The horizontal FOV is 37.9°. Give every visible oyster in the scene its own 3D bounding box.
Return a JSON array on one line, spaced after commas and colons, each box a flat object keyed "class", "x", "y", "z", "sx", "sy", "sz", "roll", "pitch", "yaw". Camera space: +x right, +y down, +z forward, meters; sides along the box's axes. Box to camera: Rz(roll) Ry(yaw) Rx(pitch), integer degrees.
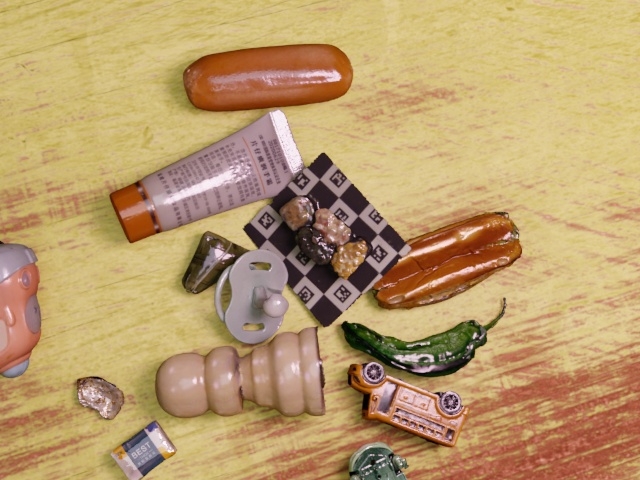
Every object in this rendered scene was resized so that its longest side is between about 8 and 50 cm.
[{"class": "oyster", "x": -0.345, "y": 0.240, "z": 1.452, "sx": 0.083, "sy": 0.019, "sz": 0.054, "roll": 34, "pitch": 81, "yaw": -2}]

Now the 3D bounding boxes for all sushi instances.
[{"class": "sushi", "x": 0.000, "y": 0.000, "z": 1.462, "sx": 0.192, "sy": 0.050, "sz": 0.215, "roll": -43, "pitch": 81, "yaw": 12}]

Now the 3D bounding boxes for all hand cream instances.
[{"class": "hand cream", "x": -0.177, "y": -0.099, "z": 1.483, "sx": 0.314, "sy": 0.089, "sz": 0.140, "roll": -20, "pitch": 98, "yaw": -12}]

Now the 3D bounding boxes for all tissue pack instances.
[{"class": "tissue pack", "x": -0.271, "y": 0.326, "z": 1.435, "sx": 0.083, "sy": 0.042, "sz": 0.062, "roll": -35, "pitch": 89, "yaw": -9}]

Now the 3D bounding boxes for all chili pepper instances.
[{"class": "chili pepper", "x": 0.177, "y": 0.165, "z": 1.493, "sx": 0.279, "sy": 0.065, "sz": 0.122, "roll": -4, "pitch": 62, "yaw": -12}]

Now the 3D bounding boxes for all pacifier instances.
[{"class": "pacifier", "x": -0.095, "y": 0.090, "z": 1.442, "sx": 0.127, "sy": 0.116, "sz": 0.150, "roll": 12, "pitch": 92, "yaw": -31}]

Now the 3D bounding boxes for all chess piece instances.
[{"class": "chess piece", "x": -0.123, "y": 0.209, "z": 1.427, "sx": 0.261, "sy": 0.143, "sz": 0.143, "roll": -4, "pitch": 82, "yaw": 0}]

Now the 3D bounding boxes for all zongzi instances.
[{"class": "zongzi", "x": -0.154, "y": 0.052, "z": 1.488, "sx": 0.113, "sy": 0.052, "sz": 0.104, "roll": 25, "pitch": 88, "yaw": -15}]

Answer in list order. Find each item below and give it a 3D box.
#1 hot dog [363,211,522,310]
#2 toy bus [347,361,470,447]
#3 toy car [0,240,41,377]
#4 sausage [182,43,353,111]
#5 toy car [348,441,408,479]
[{"class": "hot dog", "x": 0.202, "y": 0.036, "z": 1.507, "sx": 0.269, "sy": 0.072, "sz": 0.115, "roll": -18, "pitch": 82, "yaw": -7}, {"class": "toy bus", "x": 0.129, "y": 0.256, "z": 1.464, "sx": 0.194, "sy": 0.083, "sz": 0.088, "roll": 22, "pitch": 79, "yaw": -2}, {"class": "toy car", "x": -0.532, "y": 0.122, "z": 1.379, "sx": 0.270, "sy": 0.180, "sz": 0.212, "roll": -23, "pitch": 95, "yaw": -8}, {"class": "sausage", "x": -0.084, "y": -0.264, "z": 1.508, "sx": 0.274, "sy": 0.105, "sz": 0.105, "roll": -7, "pitch": 83, "yaw": -7}, {"class": "toy car", "x": 0.104, "y": 0.399, "z": 1.454, "sx": 0.093, "sy": 0.058, "sz": 0.186, "roll": -24, "pitch": 97, "yaw": -9}]
